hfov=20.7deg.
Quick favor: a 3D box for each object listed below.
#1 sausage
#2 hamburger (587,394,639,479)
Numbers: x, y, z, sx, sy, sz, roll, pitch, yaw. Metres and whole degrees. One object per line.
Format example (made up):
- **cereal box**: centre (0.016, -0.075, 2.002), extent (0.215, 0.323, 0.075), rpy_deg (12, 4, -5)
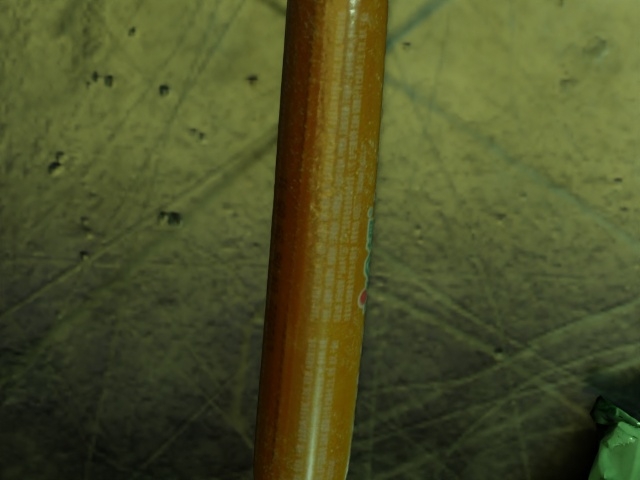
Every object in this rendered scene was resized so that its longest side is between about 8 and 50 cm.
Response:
- **sausage**: centre (0.000, 0.000, 0.908), extent (0.053, 0.053, 0.348), rpy_deg (5, 107, 2)
- **hamburger**: centre (0.199, 0.240, 0.919), extent (0.260, 0.150, 0.276), rpy_deg (34, 107, -5)
